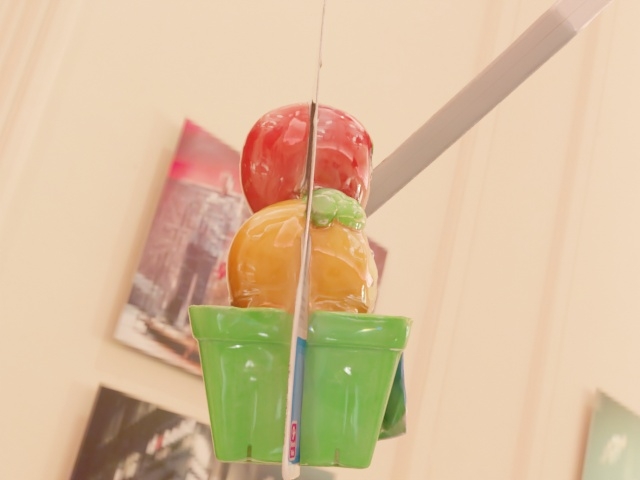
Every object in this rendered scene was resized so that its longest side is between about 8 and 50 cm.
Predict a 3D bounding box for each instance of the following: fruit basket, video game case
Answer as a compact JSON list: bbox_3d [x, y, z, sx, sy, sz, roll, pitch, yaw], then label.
[{"bbox_3d":[0.000,0.000,0.805,0.166,0.353,0.327,10,-9,-1],"label":"fruit basket"},{"bbox_3d":[0.190,-0.172,1.038,0.036,0.300,0.329,48,-44,0],"label":"video game case"}]
